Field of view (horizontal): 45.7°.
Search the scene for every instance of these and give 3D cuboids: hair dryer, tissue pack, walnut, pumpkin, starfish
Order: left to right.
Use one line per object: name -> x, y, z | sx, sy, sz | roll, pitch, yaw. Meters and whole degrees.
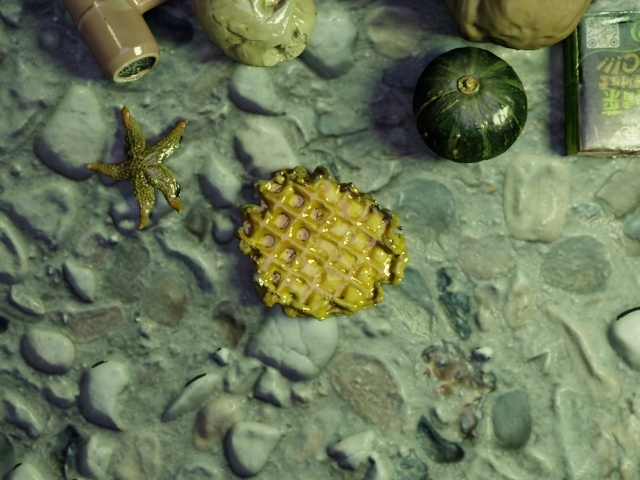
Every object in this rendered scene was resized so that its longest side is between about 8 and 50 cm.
starfish -> -0.309, -0.126, 1.282 | 0.176, 0.053, 0.208 | -6, 82, 12
hair dryer -> -0.244, -0.420, 1.266 | 0.344, 0.107, 0.189 | -30, 88, -5
pumpkin -> 0.237, -0.215, 1.210 | 0.190, 0.146, 0.190 | 0, 88, 5
walnut -> 0.300, -0.409, 1.175 | 0.249, 0.248, 0.248 | 0, 88, 2
tissue pack -> 0.490, -0.255, 1.239 | 0.174, 0.073, 0.235 | -1, 88, 2

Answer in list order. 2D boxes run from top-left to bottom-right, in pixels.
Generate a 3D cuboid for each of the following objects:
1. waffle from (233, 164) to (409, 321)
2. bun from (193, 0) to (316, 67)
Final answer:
waffle -> 0.000, 0.000, 1.254 | 0.281, 0.060, 0.262 | -12, 88, 2
bun -> -0.097, -0.372, 1.220 | 0.178, 0.128, 0.193 | -39, 105, -11
